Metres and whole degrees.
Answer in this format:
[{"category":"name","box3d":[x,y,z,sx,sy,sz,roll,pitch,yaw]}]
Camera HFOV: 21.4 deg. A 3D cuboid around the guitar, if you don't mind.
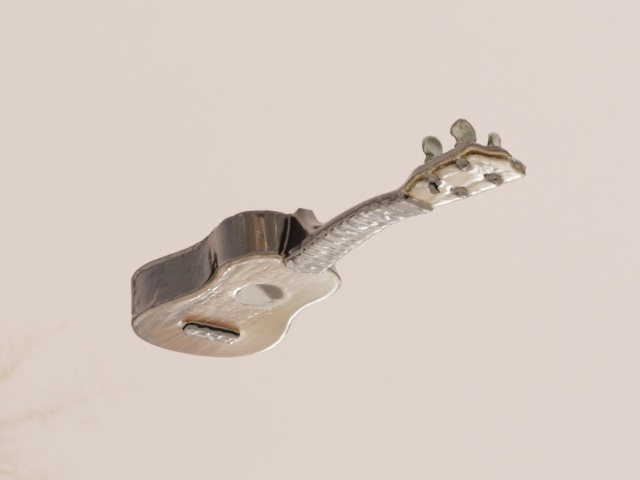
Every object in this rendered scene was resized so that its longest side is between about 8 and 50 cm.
[{"category":"guitar","box3d":[0.000,-0.002,0.811,0.083,0.038,0.271,12,-27,-33]}]
